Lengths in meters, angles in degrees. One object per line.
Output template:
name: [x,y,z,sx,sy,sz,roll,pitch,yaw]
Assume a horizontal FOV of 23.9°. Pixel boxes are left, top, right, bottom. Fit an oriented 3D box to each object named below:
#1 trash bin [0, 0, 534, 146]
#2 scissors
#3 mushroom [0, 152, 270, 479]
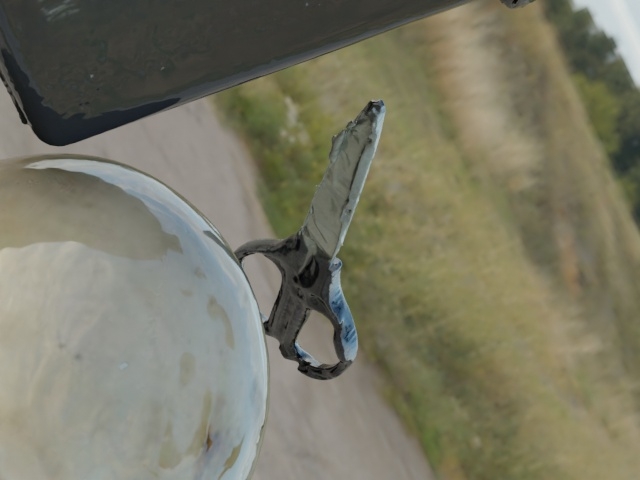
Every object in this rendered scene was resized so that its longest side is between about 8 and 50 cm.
trash bin: [-0.022,-0.177,0.631,0.182,0.290,0.209,72,-6,-50]
scissors: [0.000,0.000,0.922,0.109,0.022,0.300,42,-28,11]
mushroom: [-0.138,0.064,0.680,0.207,0.215,0.207,-1,91,-52]
